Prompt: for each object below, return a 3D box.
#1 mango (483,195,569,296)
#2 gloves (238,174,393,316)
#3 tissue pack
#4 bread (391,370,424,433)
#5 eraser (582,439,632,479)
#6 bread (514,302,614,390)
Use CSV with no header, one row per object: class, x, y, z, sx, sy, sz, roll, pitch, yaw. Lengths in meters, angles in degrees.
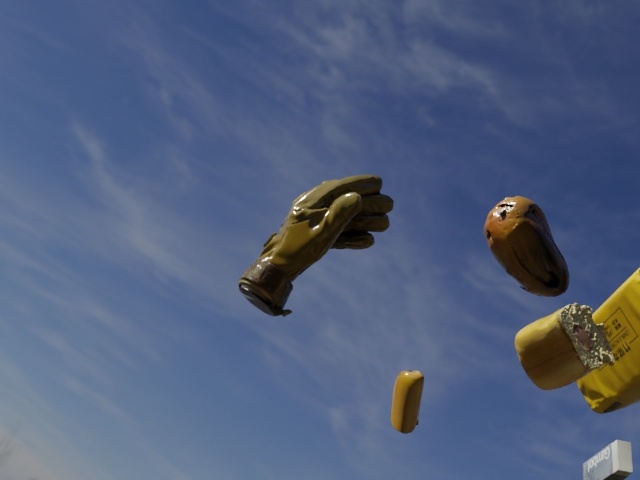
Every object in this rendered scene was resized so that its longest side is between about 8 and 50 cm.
mango,0.452,0.018,1.999,0.248,0.156,0.151,49,-30,-13
gloves,-0.012,-0.007,1.701,0.141,0.331,0.154,37,-14,36
tissue pack,0.791,0.214,2.153,0.228,0.293,0.382,64,-29,28
bread,0.147,0.273,1.582,0.049,0.103,0.062,10,2,-1
eraser,0.766,0.611,2.473,0.046,0.091,0.212,12,-34,-5
bread,0.451,0.201,1.727,0.134,0.085,0.173,62,-34,8
